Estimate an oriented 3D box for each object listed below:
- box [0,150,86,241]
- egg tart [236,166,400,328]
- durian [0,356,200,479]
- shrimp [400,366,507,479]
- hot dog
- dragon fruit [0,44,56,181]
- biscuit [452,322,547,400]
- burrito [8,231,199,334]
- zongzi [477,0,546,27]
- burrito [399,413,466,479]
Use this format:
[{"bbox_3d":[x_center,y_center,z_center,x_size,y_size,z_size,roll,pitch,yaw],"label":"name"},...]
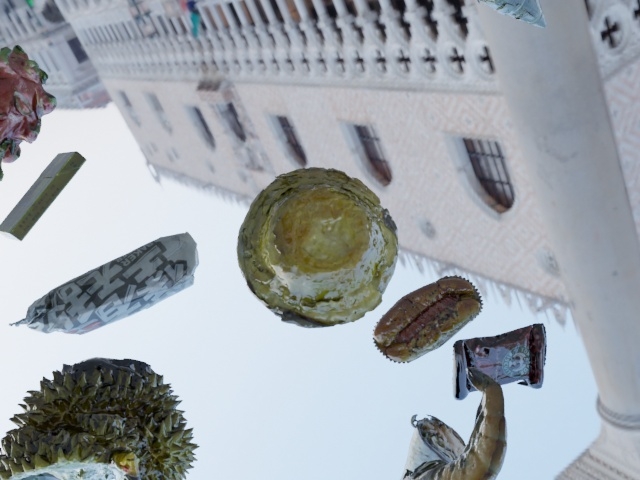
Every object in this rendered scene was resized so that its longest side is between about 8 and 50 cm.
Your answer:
[{"bbox_3d":[-0.523,-0.085,1.395,0.121,0.030,0.193,6,-121,55],"label":"box"},{"bbox_3d":[0.000,0.000,1.248,0.295,0.294,0.116,-33,167,-17],"label":"egg tart"},{"bbox_3d":[-0.210,0.178,0.705,0.237,0.194,0.137,-26,-123,52],"label":"durian"},{"bbox_3d":[0.175,0.276,1.026,0.262,0.051,0.198,-46,-160,52],"label":"shrimp"},{"bbox_3d":[0.242,0.178,1.702,0.268,0.144,0.075,-35,161,2],"label":"hot dog"},{"bbox_3d":[-0.469,-0.172,1.066,0.137,0.135,0.235,-12,-117,43],"label":"dragon fruit"},{"bbox_3d":[0.386,0.266,1.621,0.236,0.151,0.063,-7,-158,-15],"label":"biscuit"},{"bbox_3d":[-0.476,0.118,1.688,0.446,0.138,0.101,-26,174,-17],"label":"burrito"},{"bbox_3d":[0.288,-0.391,1.057,0.131,0.154,0.062,9,179,-33],"label":"zongzi"},{"bbox_3d":[0.245,0.509,1.579,0.175,0.347,0.107,6,-148,-4],"label":"burrito"}]
